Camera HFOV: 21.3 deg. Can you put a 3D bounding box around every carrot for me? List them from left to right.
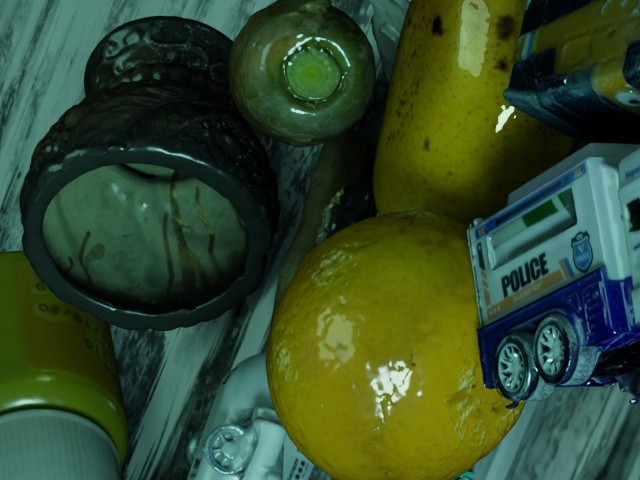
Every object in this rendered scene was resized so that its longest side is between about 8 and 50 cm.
[{"bbox_3d":[-0.014,-0.150,1.552,0.302,0.138,0.139,-5,-65,-88],"label":"carrot"}]

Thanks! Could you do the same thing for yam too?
[{"bbox_3d":[0.000,0.000,1.597,0.057,0.056,0.241,-27,40,53],"label":"yam"}]

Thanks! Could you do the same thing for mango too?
[{"bbox_3d":[0.134,-0.114,1.352,0.290,0.160,0.191,-65,35,21],"label":"mango"}]

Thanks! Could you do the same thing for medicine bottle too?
[{"bbox_3d":[-0.328,0.206,1.898,0.224,0.224,0.384,-56,31,25],"label":"medicine bottle"}]

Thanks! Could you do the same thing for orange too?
[{"bbox_3d":[0.062,0.082,1.286,0.219,0.219,0.193,-58,47,22],"label":"orange"}]

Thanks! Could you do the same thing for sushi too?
[{"bbox_3d":[0.020,-0.004,1.501,0.192,0.043,0.280,76,-156,-78],"label":"sushi"}]

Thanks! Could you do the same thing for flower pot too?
[{"bbox_3d":[-0.168,-0.085,1.793,0.266,0.266,0.267,-48,25,36],"label":"flower pot"}]

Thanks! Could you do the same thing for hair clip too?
[{"bbox_3d":[0.081,-0.155,1.537,0.116,0.049,0.172,95,152,-48],"label":"hair clip"}]

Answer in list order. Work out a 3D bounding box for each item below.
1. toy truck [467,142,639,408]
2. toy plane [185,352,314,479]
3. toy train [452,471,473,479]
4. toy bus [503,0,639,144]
[{"bbox_3d":[0.208,0.010,1.103,0.268,0.124,0.155,-36,58,59],"label":"toy truck"},{"bbox_3d":[-0.070,0.225,1.539,0.252,0.118,0.252,-164,90,-81],"label":"toy plane"},{"bbox_3d":[0.089,0.204,1.360,0.092,0.029,0.045,-44,45,39],"label":"toy train"},{"bbox_3d":[0.258,-0.219,1.189,0.194,0.162,0.323,-11,62,59],"label":"toy bus"}]
